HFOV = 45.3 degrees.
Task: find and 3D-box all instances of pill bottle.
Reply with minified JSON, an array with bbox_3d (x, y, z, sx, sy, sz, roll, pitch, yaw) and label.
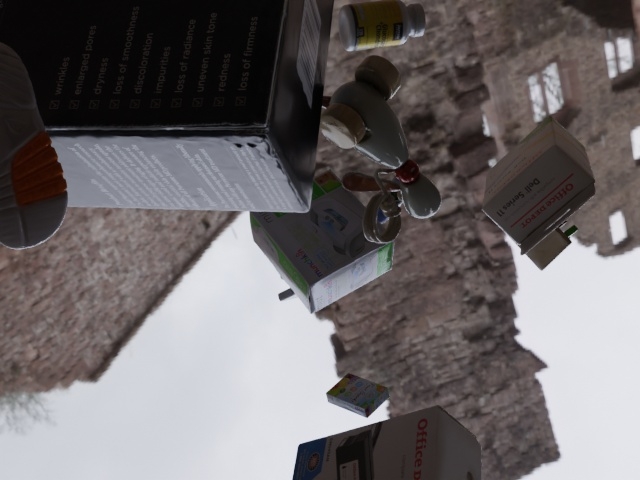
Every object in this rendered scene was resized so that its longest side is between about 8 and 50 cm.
[{"bbox_3d":[0.140,-0.491,1.742,0.184,0.103,0.103,-10,-155,-12],"label":"pill bottle"}]

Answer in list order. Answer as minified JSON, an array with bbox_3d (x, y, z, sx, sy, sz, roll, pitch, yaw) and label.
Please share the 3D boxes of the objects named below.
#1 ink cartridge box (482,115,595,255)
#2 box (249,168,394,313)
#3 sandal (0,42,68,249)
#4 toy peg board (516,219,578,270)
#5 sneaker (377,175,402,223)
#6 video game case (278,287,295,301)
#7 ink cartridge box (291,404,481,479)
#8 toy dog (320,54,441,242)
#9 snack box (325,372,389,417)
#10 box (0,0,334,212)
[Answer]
[{"bbox_3d":[0.460,-0.125,1.636,0.207,0.119,0.353,-45,-175,24],"label":"ink cartridge box"},{"bbox_3d":[0.000,0.000,1.767,0.231,0.126,0.262,-27,-124,-19],"label":"box"},{"bbox_3d":[-0.390,-0.116,0.963,0.102,0.265,0.076,-8,172,-38],"label":"sandal"},{"bbox_3d":[0.619,-0.027,2.132,0.079,0.161,0.160,-32,-107,-28],"label":"toy peg board"},{"bbox_3d":[0.220,-0.130,2.434,0.080,0.211,0.081,29,-143,1],"label":"sneaker"},{"bbox_3d":[0.034,0.101,1.993,0.227,0.026,0.206,-9,167,-42],"label":"video game case"},{"bbox_3d":[0.125,0.545,1.617,0.395,0.166,0.285,-25,-144,33],"label":"ink cartridge box"},{"bbox_3d":[0.092,-0.175,1.427,0.220,0.333,0.161,-31,-151,-30],"label":"toy dog"},{"bbox_3d":[0.100,0.415,2.065,0.141,0.037,0.100,14,-142,41],"label":"snack box"},{"bbox_3d":[-0.244,-0.314,1.193,0.472,0.297,0.479,3,-110,11],"label":"box"}]
